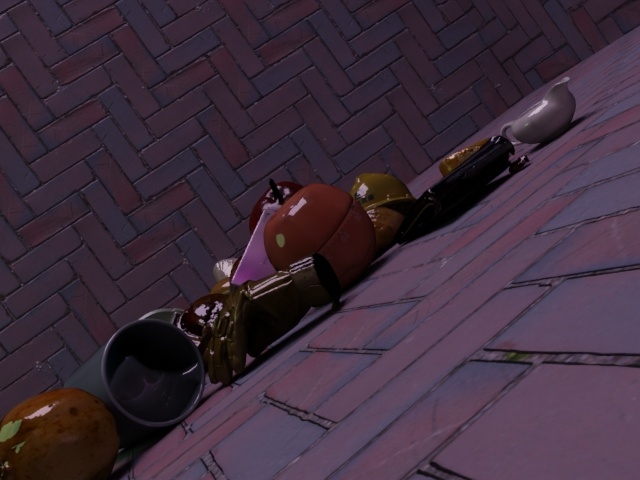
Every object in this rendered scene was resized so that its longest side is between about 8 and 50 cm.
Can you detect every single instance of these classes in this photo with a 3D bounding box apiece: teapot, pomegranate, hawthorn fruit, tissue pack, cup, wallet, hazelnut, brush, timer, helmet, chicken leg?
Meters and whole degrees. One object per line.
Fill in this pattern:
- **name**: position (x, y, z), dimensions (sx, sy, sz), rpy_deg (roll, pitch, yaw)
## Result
- **teapot**: position (0.472, -0.258, 1.655), dimensions (0.145, 0.092, 0.226), rpy_deg (-34, -1, -37)
- **pomegranate**: position (-0.461, 0.356, 1.327), dimensions (0.215, 0.215, 0.215), rpy_deg (-36, 2, 2)
- **hawthorn fruit**: position (-0.080, -0.053, 2.325), dimensions (0.285, 0.369, 0.285), rpy_deg (-16, 39, 13)
- **tissue pack**: position (-0.122, 0.053, 1.969), dimensions (0.092, 0.148, 0.246), rpy_deg (98, -169, -56)
- **cup**: position (-0.389, 0.300, 1.536), dimensions (0.312, 0.205, 0.205), rpy_deg (-35, 2, 46)
- **wallet**: position (0.270, -0.094, 1.601), dimensions (0.221, 0.071, 0.262), rpy_deg (-39, -5, -23)
- **hazelnut**: position (-0.240, 0.198, 1.865), dimensions (0.202, 0.160, 0.170), rpy_deg (-37, 35, 24)
- **brush**: position (-0.207, 0.136, 2.311), dimensions (0.267, 0.174, 0.166), rpy_deg (-22, 38, 27)
- **timer**: position (0.000, 0.000, 1.644), dimensions (0.229, 0.215, 0.229), rpy_deg (-43, 8, 8)
- **helmet**: position (0.147, -0.116, 2.110), dimensions (0.205, 0.140, 0.257), rpy_deg (-32, -20, 28)
- **chicken leg**: position (0.389, -0.149, 1.529), dimensions (0.036, 0.021, 0.083), rpy_deg (-44, -4, -9)

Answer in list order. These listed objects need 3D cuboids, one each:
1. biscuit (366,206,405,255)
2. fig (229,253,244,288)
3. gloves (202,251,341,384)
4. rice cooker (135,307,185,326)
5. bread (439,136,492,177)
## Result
- **biscuit**: position (0.069, 0.020, 1.904), dimensions (0.326, 0.107, 0.326), rpy_deg (-35, -1, -1)
- **fig**: position (-0.149, 0.116, 2.109), dimensions (0.205, 0.205, 0.205), rpy_deg (-36, 2, 2)
- **gloves**: position (-0.114, 0.143, 1.476), dimensions (0.331, 0.141, 0.154), rpy_deg (-35, 3, 15)
- **rice cooker**: position (-0.406, 0.285, 1.997), dimensions (0.226, 0.226, 0.244), rpy_deg (-37, 5, -18)
- **bread**: position (0.353, -0.173, 1.784), dimensions (0.149, 0.073, 0.122), rpy_deg (-27, -11, 6)
